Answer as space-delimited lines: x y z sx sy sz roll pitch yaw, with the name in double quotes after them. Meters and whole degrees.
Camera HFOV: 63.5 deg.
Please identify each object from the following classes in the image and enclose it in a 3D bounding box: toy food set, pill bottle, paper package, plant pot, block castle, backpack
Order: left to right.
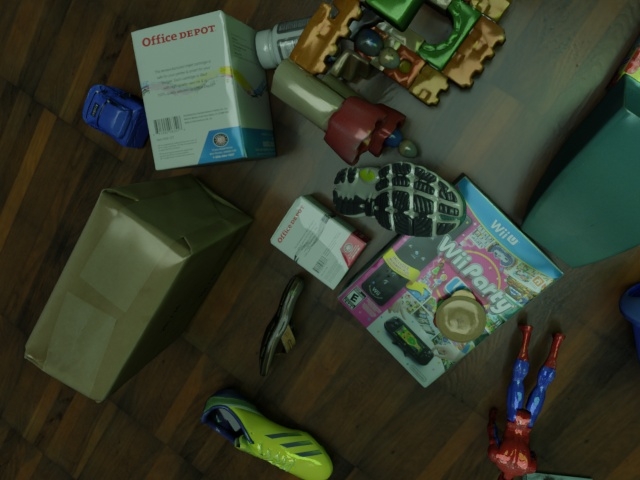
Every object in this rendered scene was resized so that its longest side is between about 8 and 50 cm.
-0.400 -0.250 1.006 0.120 0.101 0.098 32 100 11 "backpack"
-0.306 0.065 0.925 0.168 0.309 0.325 34 107 3 "paper package"
-0.038 -0.343 0.901 0.137 0.078 0.078 -4 99 16 "pill bottle"
0.157 -0.325 0.734 0.212 0.303 0.453 37 108 5 "block castle"
0.227 0.127 0.843 0.082 0.020 0.083 -38 90 18 "toy food set"
0.421 -0.083 0.762 0.165 0.166 0.234 38 133 3 "plant pot"

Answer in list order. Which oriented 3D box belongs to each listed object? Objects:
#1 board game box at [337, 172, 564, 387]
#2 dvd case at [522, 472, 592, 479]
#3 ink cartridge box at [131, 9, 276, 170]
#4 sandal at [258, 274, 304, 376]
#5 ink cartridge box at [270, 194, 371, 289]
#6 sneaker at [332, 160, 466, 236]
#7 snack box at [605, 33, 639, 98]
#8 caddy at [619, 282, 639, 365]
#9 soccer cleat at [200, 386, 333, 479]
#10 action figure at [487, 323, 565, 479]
0.214 0.068 0.897 0.224 0.097 0.303 45 107 3 "board game box"
0.426 0.466 0.923 0.119 0.013 0.087 0 56 17 "dvd case"
-0.194 -0.252 0.911 0.171 0.168 0.233 -5 98 15 "ink cartridge box"
-0.069 0.173 1.010 0.060 0.090 0.219 21 98 -12 "sandal"
0.000 0.000 0.959 0.150 0.063 0.109 37 107 7 "ink cartridge box"
0.130 -0.076 0.822 0.275 0.110 0.107 24 114 55 "sneaker"
0.561 -0.281 0.752 0.174 0.070 0.207 30 108 9 "snack box"
0.613 0.119 0.724 0.341 0.241 0.179 -6 104 16 "caddy"
-0.112 0.404 1.030 0.289 0.121 0.093 31 106 8 "soccer cleat"
0.352 0.296 0.912 0.091 0.139 0.281 15 81 15 "action figure"
